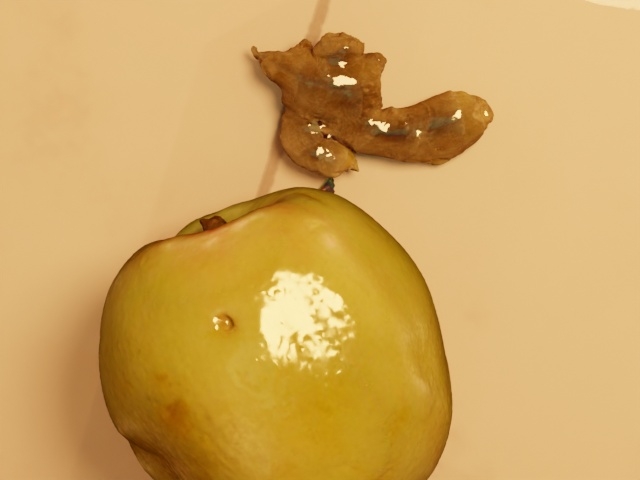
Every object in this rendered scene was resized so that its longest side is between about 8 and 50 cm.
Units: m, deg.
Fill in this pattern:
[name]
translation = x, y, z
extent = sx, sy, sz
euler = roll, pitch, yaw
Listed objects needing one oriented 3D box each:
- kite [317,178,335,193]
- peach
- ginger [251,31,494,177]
[kite]
translation = 0.000, 0.000, 1.589
extent = 0.090, 0.004, 0.122
euler = -11, 98, 4
[peach]
translation = -0.031, 0.110, 1.467
extent = 0.281, 0.314, 0.315
euler = -40, 96, -27
[ginger]
translation = 0.048, -0.126, 1.541
extent = 0.214, 0.059, 0.133
euler = -5, 102, 5
